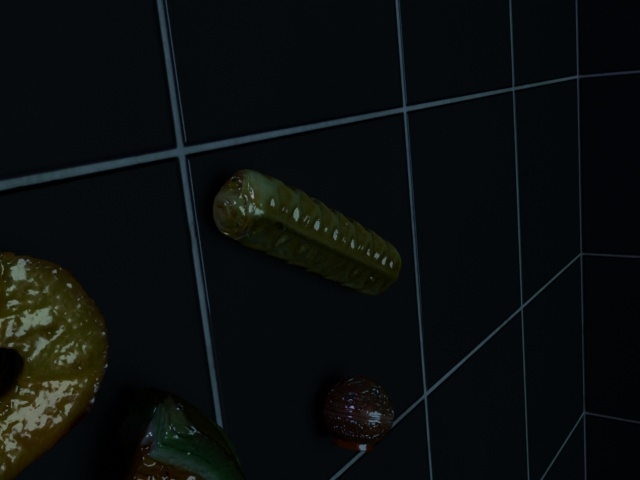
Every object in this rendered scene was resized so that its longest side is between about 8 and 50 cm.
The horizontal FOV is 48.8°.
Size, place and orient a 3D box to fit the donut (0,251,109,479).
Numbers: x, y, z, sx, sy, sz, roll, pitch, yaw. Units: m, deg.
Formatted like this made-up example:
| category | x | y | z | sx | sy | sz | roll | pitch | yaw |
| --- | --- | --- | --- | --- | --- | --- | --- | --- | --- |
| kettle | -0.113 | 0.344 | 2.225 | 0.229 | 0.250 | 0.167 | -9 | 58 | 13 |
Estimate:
| category | x | y | z | sx | sy | sz | roll | pitch | yaw |
| --- | --- | --- | --- | --- | --- | --- | --- | --- | --- |
| donut | -0.262 | 0.098 | 0.537 | 0.190 | 0.074 | 0.174 | -58 | 137 | -28 |

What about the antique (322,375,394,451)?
| category | x | y | z | sx | sy | sz | roll | pitch | yaw |
| --- | --- | --- | --- | --- | --- | --- | --- | --- | --- |
| antique | 0.052 | 0.235 | 0.969 | 0.104 | 0.104 | 0.104 | -6 | 98 | -55 |

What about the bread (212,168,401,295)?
| category | x | y | z | sx | sy | sz | roll | pitch | yaw |
| --- | --- | --- | --- | --- | --- | --- | --- | --- | --- |
| bread | -0.001 | 0.001 | 0.898 | 0.367 | 0.077 | 0.084 | 26 | 68 | -52 |

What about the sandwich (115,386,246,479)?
| category | x | y | z | sx | sy | sz | roll | pitch | yaw |
| --- | --- | --- | --- | --- | --- | --- | --- | --- | --- |
| sandwich | -0.153 | 0.242 | 0.687 | 0.160 | 0.109 | 0.185 | -45 | 132 | -18 |
